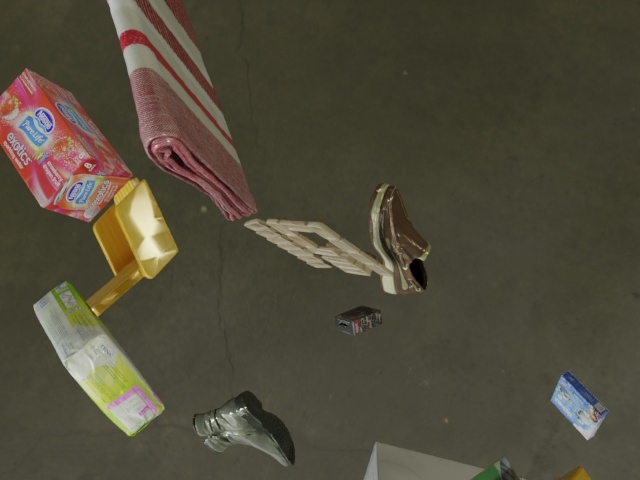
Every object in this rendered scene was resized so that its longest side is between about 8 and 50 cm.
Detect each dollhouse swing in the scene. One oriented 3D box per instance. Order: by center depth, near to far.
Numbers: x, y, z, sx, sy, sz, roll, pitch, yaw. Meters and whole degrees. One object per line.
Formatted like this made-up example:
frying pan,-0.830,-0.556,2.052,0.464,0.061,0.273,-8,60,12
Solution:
dollhouse swing,-0.629,0.034,1.760,0.304,0.346,0.315,-28,98,-29

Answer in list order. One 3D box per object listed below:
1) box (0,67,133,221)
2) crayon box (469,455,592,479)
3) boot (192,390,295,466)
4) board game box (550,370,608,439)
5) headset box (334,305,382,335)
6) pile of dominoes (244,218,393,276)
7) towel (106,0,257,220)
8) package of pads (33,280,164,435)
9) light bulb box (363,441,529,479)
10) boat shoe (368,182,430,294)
box,-0.478,-0.173,1.104,0.128,0.122,0.257,-44,67,7
crayon box,0.273,0.366,0.598,0.203,0.083,0.323,3,48,-53
boot,-0.181,0.468,1.450,0.161,0.247,0.083,-29,25,15
board game box,0.446,0.285,1.050,0.020,0.090,0.090,-25,49,-17
headset box,0.075,0.164,1.245,0.083,0.062,0.032,-16,103,-33
pile of dominoes,0.000,0.000,1.047,0.195,0.251,0.040,7,72,39
towel,-0.156,-0.192,0.583,0.037,0.237,0.329,-22,75,4
package of pads,-0.465,0.257,1.282,0.101,0.297,0.229,-37,45,-18
light bulb box,0.239,0.671,1.270,0.357,0.225,0.361,14,108,0
boat shoe,0.152,0.001,1.087,0.095,0.257,0.095,9,53,23
